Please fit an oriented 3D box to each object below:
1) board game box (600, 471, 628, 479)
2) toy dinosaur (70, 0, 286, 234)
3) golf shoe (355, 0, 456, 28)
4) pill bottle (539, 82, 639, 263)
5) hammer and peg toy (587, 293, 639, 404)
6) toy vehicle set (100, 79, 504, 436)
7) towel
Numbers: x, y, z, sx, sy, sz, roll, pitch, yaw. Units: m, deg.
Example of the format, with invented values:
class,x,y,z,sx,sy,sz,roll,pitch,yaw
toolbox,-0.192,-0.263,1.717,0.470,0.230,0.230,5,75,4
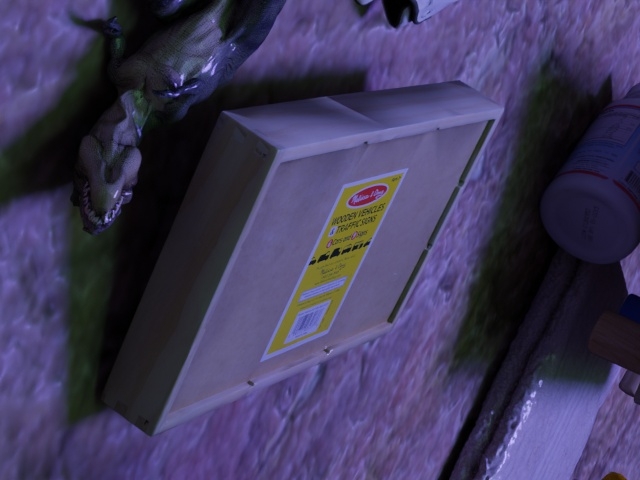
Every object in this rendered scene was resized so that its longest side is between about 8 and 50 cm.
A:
class,x,y,z,sx,sy,sz,roll,pitch,yaw
board game box,-0.010,0.322,0.828,0.390,0.050,0.390,-7,117,-21
toy dinosaur,-0.041,-0.118,0.727,0.268,0.064,0.118,-47,158,-35
golf shoe,0.065,-0.165,0.924,0.176,0.069,0.086,5,118,-57
pill bottle,0.250,-0.061,1.287,0.160,0.087,0.087,-50,145,-37
hammer and peg toy,0.343,0.029,1.305,0.266,0.127,0.361,-67,161,2
toy vehicle set,0.000,0.000,0.854,0.267,0.035,0.166,-16,136,-60
towel,0.189,0.138,1.335,0.282,0.049,0.187,-60,149,-21
